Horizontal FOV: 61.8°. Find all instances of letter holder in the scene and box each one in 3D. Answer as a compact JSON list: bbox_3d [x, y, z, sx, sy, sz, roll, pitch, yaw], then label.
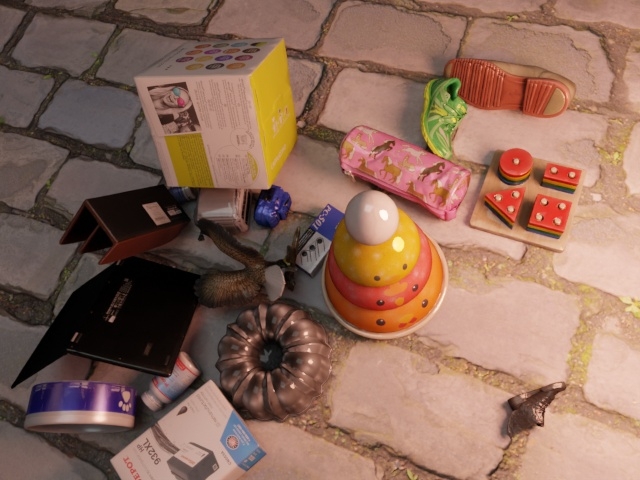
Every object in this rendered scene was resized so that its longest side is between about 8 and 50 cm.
[{"bbox_3d":[-0.581,-0.025,1.593,0.214,0.302,0.152,-42,83,29],"label":"letter holder"}]

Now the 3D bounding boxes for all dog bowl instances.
[{"bbox_3d":[-0.627,0.445,1.414,0.264,0.265,0.104,-6,65,10],"label":"dog bowl"}]

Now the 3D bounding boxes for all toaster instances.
[{"bbox_3d":[-0.299,-0.106,1.649,0.146,0.129,0.227,-1,66,10],"label":"toaster"}]

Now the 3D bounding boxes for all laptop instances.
[{"bbox_3d":[-0.585,0.251,1.524,0.407,0.236,0.382,16,37,-7],"label":"laptop"}]

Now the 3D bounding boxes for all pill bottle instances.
[{"bbox_3d":[-0.415,0.394,1.485,0.160,0.087,0.087,-45,65,-8],"label":"pill bottle"},{"bbox_3d":[-0.469,-0.152,1.740,0.120,0.067,0.067,-16,65,6],"label":"pill bottle"}]

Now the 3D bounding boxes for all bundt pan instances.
[{"bbox_3d":[-0.136,0.314,1.436,0.330,0.124,0.331,-4,67,11],"label":"bundt pan"}]

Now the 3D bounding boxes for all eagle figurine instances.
[{"bbox_3d":[-0.216,0.074,1.507,0.298,0.225,0.226,6,60,-6],"label":"eagle figurine"}]

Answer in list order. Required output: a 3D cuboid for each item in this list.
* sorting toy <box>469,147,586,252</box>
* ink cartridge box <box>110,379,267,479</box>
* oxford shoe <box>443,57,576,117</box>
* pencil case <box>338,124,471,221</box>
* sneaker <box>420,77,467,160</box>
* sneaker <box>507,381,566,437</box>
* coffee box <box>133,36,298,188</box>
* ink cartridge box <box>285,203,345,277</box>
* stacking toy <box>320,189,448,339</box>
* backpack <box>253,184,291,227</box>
[{"bbox_3d":[0.576,-0.129,1.477,0.255,0.089,0.257,18,73,19],"label":"sorting toy"},{"bbox_3d":[-0.328,0.546,1.351,0.307,0.129,0.223,-37,65,-15],"label":"ink cartridge box"},{"bbox_3d":[0.569,-0.474,1.627,0.397,0.140,0.146,28,45,27],"label":"oxford shoe"},{"bbox_3d":[0.242,-0.198,1.548,0.386,0.160,0.167,27,105,21],"label":"pencil case"},{"bbox_3d":[0.374,-0.374,1.603,0.123,0.109,0.296,-13,62,36],"label":"sneaker"},{"bbox_3d":[0.521,0.407,1.286,0.170,0.051,0.089,-22,64,8],"label":"sneaker"},{"bbox_3d":[-0.278,-0.377,1.577,0.334,0.338,0.338,3,36,13],"label":"coffee box"},{"bbox_3d":[0.000,0.000,1.579,0.097,0.046,0.207,35,78,22],"label":"ink cartridge box"},{"bbox_3d":[0.131,0.025,1.298,0.350,0.480,0.351,-5,66,12],"label":"stacking toy"},{"bbox_3d":[-0.148,-0.099,1.628,0.101,0.098,0.120,16,71,15],"label":"backpack"}]
